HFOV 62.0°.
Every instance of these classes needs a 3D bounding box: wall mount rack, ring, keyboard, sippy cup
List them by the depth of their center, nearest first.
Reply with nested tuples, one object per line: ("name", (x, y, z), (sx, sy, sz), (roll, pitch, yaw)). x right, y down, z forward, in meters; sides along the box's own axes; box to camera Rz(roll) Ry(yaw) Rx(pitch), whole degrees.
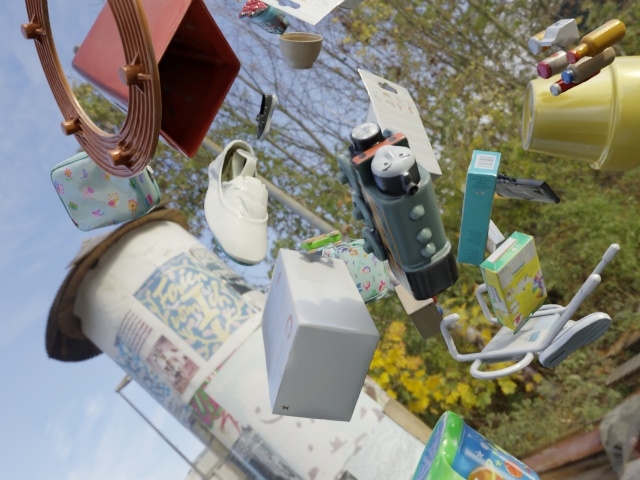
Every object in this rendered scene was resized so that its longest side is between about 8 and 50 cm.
("ring", (-0.301, -0.237, 0.662), (0.032, 0.336, 0.337), (-27, -26, -37))
("wall mount rack", (0.408, 0.129, 1.011), (0.304, 0.131, 0.350), (-21, 2, 39))
("sippy cup", (0.321, 0.512, 1.108), (0.305, 0.224, 0.240), (-42, -25, -62))
("keyboard", (0.438, -0.124, 1.194), (0.023, 0.108, 0.180), (-62, 27, -5))

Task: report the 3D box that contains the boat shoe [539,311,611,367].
("boat shoe", (0.676, 0.253, 1.452), (0.226, 0.083, 0.076), (-48, 29, 30))

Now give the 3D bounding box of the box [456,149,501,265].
("box", (0.351, -0.068, 1.188), (0.100, 0.060, 0.244), (-60, -27, -46))

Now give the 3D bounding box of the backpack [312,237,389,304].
("backpack", (0.106, 0.106, 1.700), (0.253, 0.225, 0.191), (-10, -2, -39))

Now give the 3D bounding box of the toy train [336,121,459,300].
("toy train", (0.142, -0.047, 0.937), (0.142, 0.190, 0.334), (-29, -49, -7))

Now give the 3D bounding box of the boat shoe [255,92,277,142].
("boat shoe", (-0.165, -0.354, 1.531), (0.040, 0.049, 0.142), (12, -77, -31))

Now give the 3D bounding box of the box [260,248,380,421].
("box", (-0.019, 0.192, 1.171), (0.345, 0.168, 0.215), (-112, 36, -65))

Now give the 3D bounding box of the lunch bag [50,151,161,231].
("lunch bag", (-0.591, -0.157, 1.475), (0.279, 0.224, 0.108), (-13, 19, 21))

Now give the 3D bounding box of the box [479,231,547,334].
("box", (0.359, 0.083, 0.976), (0.105, 0.043, 0.179), (-39, -57, -16))

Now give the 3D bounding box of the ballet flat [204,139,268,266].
("ballet flat", (-0.177, -0.108, 1.165), (0.139, 0.139, 0.400), (-59, 28, 25))

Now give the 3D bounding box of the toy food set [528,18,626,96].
("toy food set", (0.466, -0.351, 1.032), (0.104, 0.111, 0.232), (-31, 25, -4))

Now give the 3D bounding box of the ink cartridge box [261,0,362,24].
("ink cartridge box", (-0.019, -0.528, 1.123), (0.232, 0.189, 0.066), (-52, -19, -21))

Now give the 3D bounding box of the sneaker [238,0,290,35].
("sneaker", (-0.166, -0.670, 1.611), (0.104, 0.125, 0.262), (-48, 32, 11))

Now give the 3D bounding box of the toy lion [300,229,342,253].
("toy lion", (0.000, 0.000, 1.260), (0.100, 0.034, 0.096), (-17, 8, 5))

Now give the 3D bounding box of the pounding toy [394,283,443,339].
("pounding toy", (0.262, 0.149, 1.370), (0.100, 0.141, 0.130), (-29, -55, 7))

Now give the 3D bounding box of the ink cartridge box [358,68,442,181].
("ink cartridge box", (0.258, -0.392, 1.882), (0.308, 0.385, 0.091), (2, -27, -47))

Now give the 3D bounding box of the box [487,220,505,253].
("box", (0.539, -0.029, 1.727), (0.038, 0.145, 0.186), (-33, -21, 6))

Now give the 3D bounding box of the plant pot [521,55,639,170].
("plant pot", (0.601, -0.290, 1.230), (0.254, 0.238, 0.254), (3, -90, -77))

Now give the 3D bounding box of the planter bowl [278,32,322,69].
("planter bowl", (-0.074, -0.695, 1.966), (0.162, 0.162, 0.109), (-38, -40, -46))

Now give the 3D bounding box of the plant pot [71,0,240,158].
("plant pot", (-0.375, -0.385, 1.189), (0.267, 0.235, 0.267), (-64, -16, -8))
